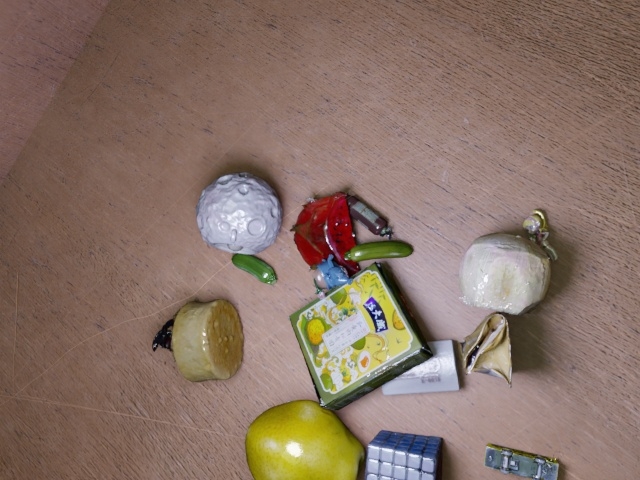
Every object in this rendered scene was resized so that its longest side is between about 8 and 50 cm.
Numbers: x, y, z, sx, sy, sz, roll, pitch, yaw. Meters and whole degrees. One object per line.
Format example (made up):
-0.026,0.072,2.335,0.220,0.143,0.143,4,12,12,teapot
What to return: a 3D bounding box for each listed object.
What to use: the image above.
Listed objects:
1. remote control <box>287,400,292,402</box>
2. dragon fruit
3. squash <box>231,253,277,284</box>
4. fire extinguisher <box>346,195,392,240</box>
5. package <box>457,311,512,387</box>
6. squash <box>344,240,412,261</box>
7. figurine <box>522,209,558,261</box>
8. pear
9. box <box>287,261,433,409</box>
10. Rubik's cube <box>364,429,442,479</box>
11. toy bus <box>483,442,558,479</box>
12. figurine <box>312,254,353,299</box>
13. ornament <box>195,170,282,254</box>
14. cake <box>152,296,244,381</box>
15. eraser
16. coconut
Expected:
-0.113,0.708,2.005,0.061,0.029,0.162,12,93,22,remote control
0.000,0.000,1.979,0.282,0.100,0.343,-10,94,33,dragon fruit
-0.267,0.110,2.097,0.219,0.068,0.077,31,84,20,squash
0.183,-0.074,1.945,0.231,0.099,0.071,41,116,19,fire extinguisher
0.522,0.343,1.672,0.165,0.311,0.221,-6,84,16,package
0.213,0.038,1.905,0.258,0.069,0.069,-5,83,-3,squash
0.756,-0.016,1.760,0.083,0.083,0.187,-31,69,14,figurine
-0.059,0.743,1.809,0.418,0.362,0.362,20,91,9,pear
0.131,0.339,1.846,0.420,0.138,0.373,-33,56,12,box
0.284,0.795,1.751,0.237,0.237,0.238,2,85,20,Rubik's cube
0.661,0.740,1.712,0.226,0.074,0.081,6,85,20,toy bus
0.030,0.135,1.856,0.144,0.178,0.114,-43,113,-21,figurine
-0.309,-0.109,1.996,0.337,0.337,0.337,-2,84,19,ornament
-0.500,0.394,2.019,0.321,0.332,0.332,-9,82,20,cake
0.348,0.452,1.839,0.270,0.095,0.174,-10,78,19,eraser
0.599,0.105,1.687,0.297,0.297,0.255,8,91,20,coconut
